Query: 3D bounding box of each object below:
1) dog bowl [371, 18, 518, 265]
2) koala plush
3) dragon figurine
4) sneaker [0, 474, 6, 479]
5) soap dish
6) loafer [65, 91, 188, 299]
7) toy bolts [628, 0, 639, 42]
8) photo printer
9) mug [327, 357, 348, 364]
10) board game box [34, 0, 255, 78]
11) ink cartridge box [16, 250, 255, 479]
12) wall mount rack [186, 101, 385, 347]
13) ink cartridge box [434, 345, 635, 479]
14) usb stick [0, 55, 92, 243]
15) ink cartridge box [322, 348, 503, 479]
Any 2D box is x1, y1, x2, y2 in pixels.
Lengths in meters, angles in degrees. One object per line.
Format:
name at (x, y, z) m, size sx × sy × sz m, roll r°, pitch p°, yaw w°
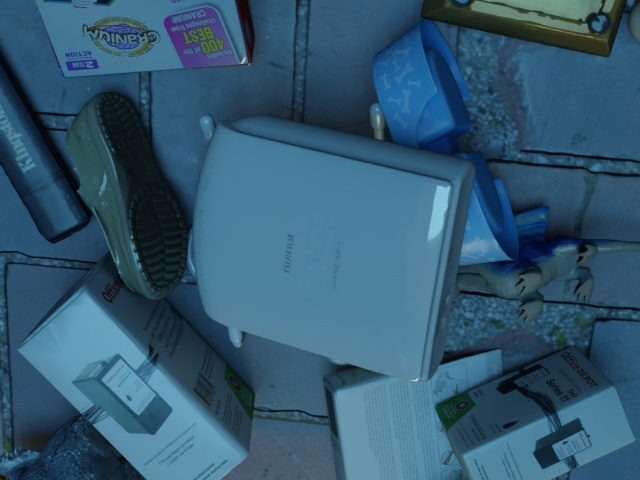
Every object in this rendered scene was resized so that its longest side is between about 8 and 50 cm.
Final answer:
dog bowl at (0.144, -0.106, 1.202) m, size 0.074 × 0.166 × 0.297 m, roll -21°, pitch 88°, yaw 21°
koala plush at (-0.339, 0.323, 1.423) m, size 0.221 × 0.203 × 0.196 m, roll -28°, pitch 104°, yaw 27°
dragon figurine at (0.268, 0.017, 1.279) m, size 0.289 × 0.144 × 0.085 m, roll -23°, pitch 125°, yaw -12°
sneaker at (-0.534, 0.334, 1.512) m, size 0.175 × 0.064 × 0.067 m, roll 36°, pitch 129°, yaw -1°
soap dish at (0.255, -0.364, 1.142) m, size 0.229 × 0.118 × 0.290 m, roll 13°, pitch 109°, yaw 2°
loafer at (-0.250, -0.052, 1.316) m, size 0.092 × 0.102 × 0.268 m, roll -15°, pitch 91°, yaw 40°
toy bolts at (0.452, -0.219, 1.140) m, size 0.158 × 0.218 × 0.228 m, roll -37°, pitch 85°, yaw 21°
photo printer at (0.000, 0.000, 1.143) m, size 0.308 × 0.107 × 0.256 m, roll 16°, pitch 113°, yaw 19°
mug at (0.038, 0.134, 1.369) m, size 0.078 × 0.064 × 0.062 m, roll -6°, pitch 108°, yaw 8°
board game box at (-0.219, -0.333, 1.162) m, size 0.242 × 0.064 × 0.316 m, roll -3°, pitch 136°, yaw 7°
ink cartridge box at (-0.225, 0.170, 1.326) m, size 0.121 × 0.211 × 0.289 m, roll -41°, pitch 100°, yaw 8°
wall mount rack at (-0.016, -0.023, 1.286) m, size 0.350 × 0.130 × 0.304 m, roll -3°, pitch 106°, yaw 6°
ink cartridge box at (0.269, 0.232, 1.311) m, size 0.208 × 0.153 × 0.086 m, roll -24°, pitch 106°, yaw -1°
usb stick at (-0.390, -0.127, 1.334) m, size 0.077 × 0.045 × 0.278 m, roll -23°, pitch 105°, yaw 14°
ink cartridge box at (0.139, 0.287, 1.417) m, size 0.239 × 0.060 × 0.275 m, roll -13°, pitch 109°, yaw -16°
